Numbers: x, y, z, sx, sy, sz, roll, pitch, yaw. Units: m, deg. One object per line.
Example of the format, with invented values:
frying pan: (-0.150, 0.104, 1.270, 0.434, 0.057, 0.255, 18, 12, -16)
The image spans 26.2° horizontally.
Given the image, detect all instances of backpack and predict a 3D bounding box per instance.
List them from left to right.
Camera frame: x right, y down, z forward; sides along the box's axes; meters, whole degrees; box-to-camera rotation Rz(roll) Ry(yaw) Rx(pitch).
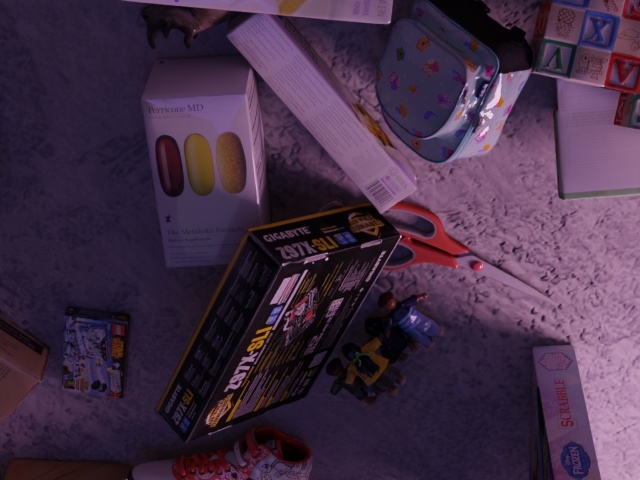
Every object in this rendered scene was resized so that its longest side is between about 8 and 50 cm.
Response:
backpack: (0.155, -0.190, 1.702, 0.166, 0.144, 0.188, 42, 136, 29)

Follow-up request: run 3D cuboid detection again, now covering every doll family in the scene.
doll family: (0.086, 0.150, 1.949, 0.111, 0.076, 0.193, 39, 85, -21)

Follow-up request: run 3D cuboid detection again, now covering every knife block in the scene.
knife block: (-0.421, 0.435, 2.048, 0.276, 0.242, 0.088, 2, 121, 1)

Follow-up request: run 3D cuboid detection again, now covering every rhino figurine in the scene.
rhino figurine: (-0.137, -0.324, 1.689, 0.106, 0.073, 0.243, 35, 112, -17)

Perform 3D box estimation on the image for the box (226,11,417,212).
box: (0.006, -0.175, 1.779, 0.067, 0.063, 0.324, -35, 113, 19)

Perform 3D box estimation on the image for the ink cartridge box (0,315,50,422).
ink cartridge box: (-0.542, 0.199, 2.005, 0.193, 0.088, 0.235, 37, 114, -19)

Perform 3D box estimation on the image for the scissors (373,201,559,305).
scissors: (0.205, 0.020, 1.907, 0.297, 0.021, 0.109, 14, 118, -4)

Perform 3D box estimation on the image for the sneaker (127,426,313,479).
sneaker: (-0.146, 0.336, 2.069, 0.270, 0.090, 0.145, 14, 119, -9)

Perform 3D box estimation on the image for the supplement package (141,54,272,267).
supplement package: (-0.144, -0.104, 1.785, 0.139, 0.134, 0.244, -4, 120, 4)

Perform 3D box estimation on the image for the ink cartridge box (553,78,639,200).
ink cartridge box: (0.386, -0.174, 1.772, 0.171, 0.056, 0.235, -5, 96, 4)

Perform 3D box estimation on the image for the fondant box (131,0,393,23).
fondant box: (-0.073, -0.383, 1.577, 0.330, 0.096, 0.238, 3, 104, -12)

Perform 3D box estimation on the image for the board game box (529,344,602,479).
board game box: (0.339, 0.365, 1.932, 0.066, 0.318, 0.318, -1, 119, 4)

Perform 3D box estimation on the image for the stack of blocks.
stack of blocks: (0.410, -0.218, 1.689, 0.297, 0.087, 0.171, 12, 97, -3)

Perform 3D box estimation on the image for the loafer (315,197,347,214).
loafer: (0.000, 0.000, 1.894, 0.045, 0.039, 0.125, 26, 118, -12)

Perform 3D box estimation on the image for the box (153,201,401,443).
box: (-0.056, 0.108, 1.839, 0.079, 0.257, 0.322, 45, 124, 26)

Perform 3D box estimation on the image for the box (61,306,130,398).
box: (-0.329, 0.165, 2.010, 0.094, 0.027, 0.137, 8, 120, -1)
